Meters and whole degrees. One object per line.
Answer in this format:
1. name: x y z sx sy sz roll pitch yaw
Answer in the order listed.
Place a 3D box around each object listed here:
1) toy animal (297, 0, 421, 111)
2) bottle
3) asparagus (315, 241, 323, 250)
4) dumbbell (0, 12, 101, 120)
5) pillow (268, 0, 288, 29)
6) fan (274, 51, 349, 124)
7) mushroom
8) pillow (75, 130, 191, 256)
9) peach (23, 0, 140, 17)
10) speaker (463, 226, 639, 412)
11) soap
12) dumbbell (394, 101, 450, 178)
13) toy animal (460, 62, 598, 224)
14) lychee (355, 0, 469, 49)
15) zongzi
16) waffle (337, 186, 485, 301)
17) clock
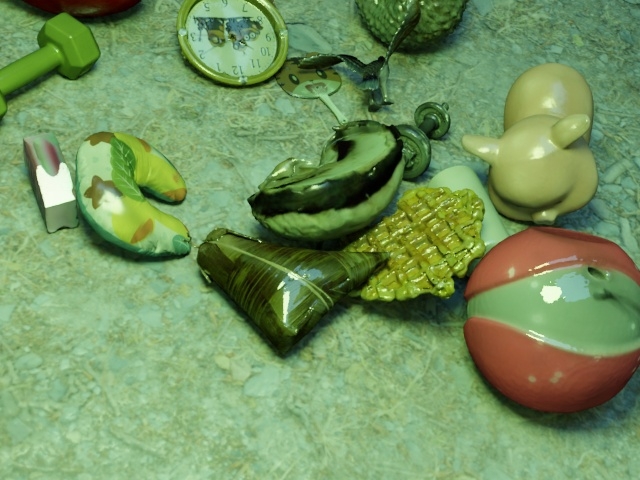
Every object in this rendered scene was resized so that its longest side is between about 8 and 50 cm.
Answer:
1. toy animal: 0.104 -0.344 1.745 0.272 0.197 0.160 -13 71 19
2. bottle: 0.276 -0.015 1.518 0.104 0.104 0.245 -6 52 -20
3. asparagus: 0.000 0.000 1.488 0.015 0.014 0.114 32 46 -16
4. dumbbell: -0.538 -0.304 1.536 0.108 0.121 0.302 52 51 -8
5. pillow: -0.168 -0.478 1.826 0.185 0.043 0.118 -11 59 -28
6. fan: -0.007 -0.312 1.753 0.152 0.008 0.227 -18 56 -28
7. mushroom: 0.019 -0.095 1.478 0.247 0.130 0.344 -6 23 26
8. pillow: -0.308 -0.081 1.410 0.214 0.086 0.233 25 38 -36
9. peach: -0.494 -0.579 1.663 0.338 0.281 0.281 9 49 -13
10. speaker: 0.369 0.128 1.333 0.294 0.294 0.294 8 49 -9
11. soap: -0.443 -0.101 1.395 0.056 0.100 0.149 -14 57 -25
12. dumbbell: 0.198 -0.213 1.668 0.110 0.110 0.254 31 44 11
13. toy animal: 0.423 -0.188 1.606 0.237 0.269 0.327 -6 75 32
14. lychee: 0.203 -0.546 1.849 0.255 0.255 0.274 37 32 16
15. zongzi: -0.054 0.025 1.373 0.241 0.111 0.247 -39 67 -24
16. waffle: 0.150 0.002 1.423 0.291 0.051 0.291 -20 36 15
17. clock: -0.182 -0.412 1.734 0.237 0.057 0.237 7 69 -19
